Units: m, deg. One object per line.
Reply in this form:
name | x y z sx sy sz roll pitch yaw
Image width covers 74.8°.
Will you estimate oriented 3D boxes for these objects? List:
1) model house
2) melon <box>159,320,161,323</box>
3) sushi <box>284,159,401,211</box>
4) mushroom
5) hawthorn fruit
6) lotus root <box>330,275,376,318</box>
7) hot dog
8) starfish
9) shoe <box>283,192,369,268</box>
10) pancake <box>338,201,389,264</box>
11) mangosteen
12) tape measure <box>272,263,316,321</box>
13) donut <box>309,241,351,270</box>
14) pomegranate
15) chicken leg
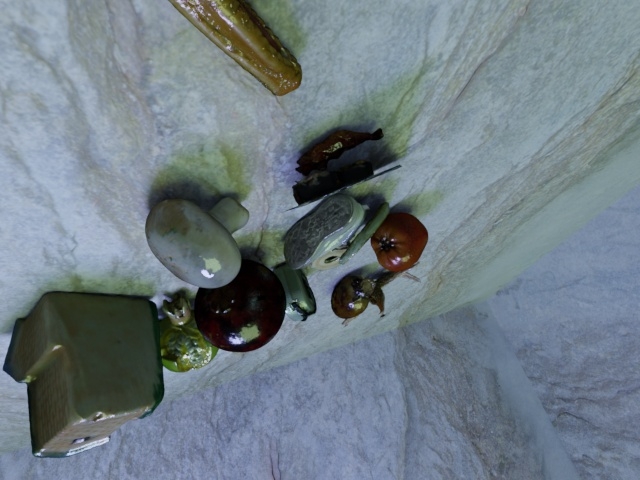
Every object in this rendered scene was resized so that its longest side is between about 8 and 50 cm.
model house | -0.691 0.396 1.234 0.342 0.382 0.334 -39 148 25
melon | -0.620 0.347 1.580 0.118 0.064 0.209 -33 155 23
sushi | 0.056 -0.154 1.017 0.292 0.059 0.294 -20 -176 11
mushroom | -0.271 -0.016 0.978 0.243 0.244 0.244 -17 155 -8
hawthorn fruit | 0.286 -0.003 1.426 0.225 0.197 0.196 -16 158 -41
lotus root | 0.124 0.256 1.837 0.141 0.170 0.314 10 147 -22
hot dog | -0.117 -0.311 0.625 0.083 0.068 0.289 -6 167 26
starfish | 0.285 0.244 1.898 0.398 0.132 0.384 -34 -179 -17
shoe | 0.028 -0.024 1.264 0.159 0.124 0.316 -4 152 -48
pancake | 0.136 -0.021 1.297 0.254 0.037 0.253 -52 178 -3
mangosteen | -0.247 0.204 1.314 0.311 0.311 0.311 -17 155 -8
tape measure | -0.076 0.200 1.533 0.115 0.207 0.235 -25 153 4
donut | 0.032 0.039 1.448 0.174 0.068 0.175 -15 154 -7
pomegranate | -0.475 0.314 1.460 0.235 0.236 0.302 -14 117 -14
chicken leg | 0.035 -0.212 0.961 0.219 0.048 0.089 -28 158 16
